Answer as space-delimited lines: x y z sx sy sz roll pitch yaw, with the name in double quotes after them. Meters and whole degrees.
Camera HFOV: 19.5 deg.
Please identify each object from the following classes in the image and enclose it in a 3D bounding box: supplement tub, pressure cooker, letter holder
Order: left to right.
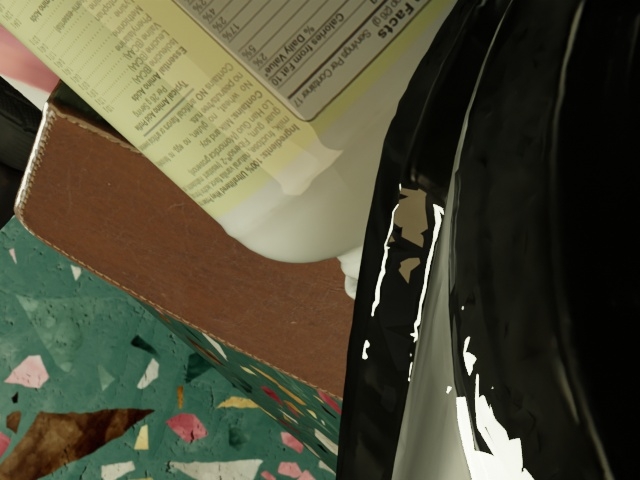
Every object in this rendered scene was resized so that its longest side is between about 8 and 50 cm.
-0.016 -0.140 0.781 0.325 0.235 0.235 42 168 -8 "supplement tub"
0.000 0.000 0.997 0.302 0.152 0.214 27 144 -3 "letter holder"
0.192 0.094 0.526 0.370 0.375 0.420 -3 154 -4 "pressure cooker"

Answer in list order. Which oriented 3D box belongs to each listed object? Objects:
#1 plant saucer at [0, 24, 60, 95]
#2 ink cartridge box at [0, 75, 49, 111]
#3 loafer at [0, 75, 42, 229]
-0.182 -0.161 1.266 0.332 0.084 0.332 24 -170 -4 "plant saucer"
-0.227 -0.125 1.776 0.207 0.117 0.283 41 168 1 "ink cartridge box"
-0.281 -0.105 1.091 0.302 0.095 0.109 38 -169 24 "loafer"
